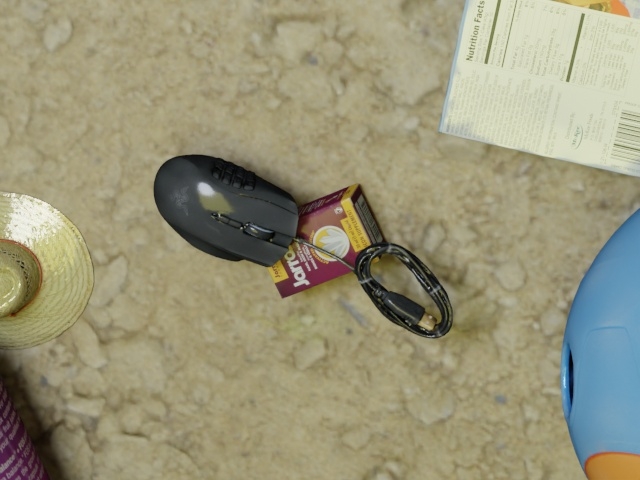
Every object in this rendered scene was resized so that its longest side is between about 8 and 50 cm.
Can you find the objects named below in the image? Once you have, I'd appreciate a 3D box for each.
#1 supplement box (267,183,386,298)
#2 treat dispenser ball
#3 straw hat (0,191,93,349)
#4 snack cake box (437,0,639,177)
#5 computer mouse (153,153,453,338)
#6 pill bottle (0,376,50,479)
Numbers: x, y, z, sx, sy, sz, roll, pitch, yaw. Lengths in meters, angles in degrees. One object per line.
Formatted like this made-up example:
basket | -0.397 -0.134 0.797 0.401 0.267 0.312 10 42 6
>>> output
supplement box | 0.000 0.000 1.188 0.083 0.043 0.055 -23 103 18
treat dispenser ball | 0.300 0.090 1.026 0.288 0.288 0.288 3 109 10
straw hat | -0.256 0.032 1.241 0.144 0.061 0.144 3 109 10
snack cake box | 0.181 -0.189 1.065 0.152 0.089 0.264 14 110 9
computer mouse | -0.014 0.008 1.147 0.242 0.041 0.071 25 108 4
pill bottle | -0.308 0.176 1.230 0.169 0.169 0.302 -15 110 16
